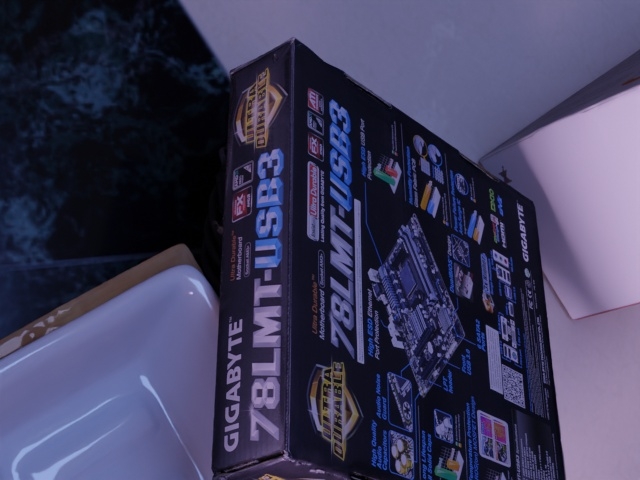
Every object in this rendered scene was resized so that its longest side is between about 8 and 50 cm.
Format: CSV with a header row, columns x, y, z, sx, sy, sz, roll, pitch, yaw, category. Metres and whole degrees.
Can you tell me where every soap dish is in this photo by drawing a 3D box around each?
x,y,z,sx,sy,sz,roll,pitch,yaw,category
-0.115,0.180,0.790,0.229,0.118,0.291,-31,93,-33,soap dish

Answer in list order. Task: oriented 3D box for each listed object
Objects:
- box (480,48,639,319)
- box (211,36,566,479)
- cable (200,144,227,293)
x,y,z,sx,sy,sz,roll,pitch,yaw,category
0.346,-0.103,1.084,0.345,0.215,0.168,-34,95,-32,box
0.055,0.053,0.863,0.293,0.073,0.296,26,51,-40,box
0.000,0.000,0.950,0.184,0.047,0.151,7,71,-30,cable
